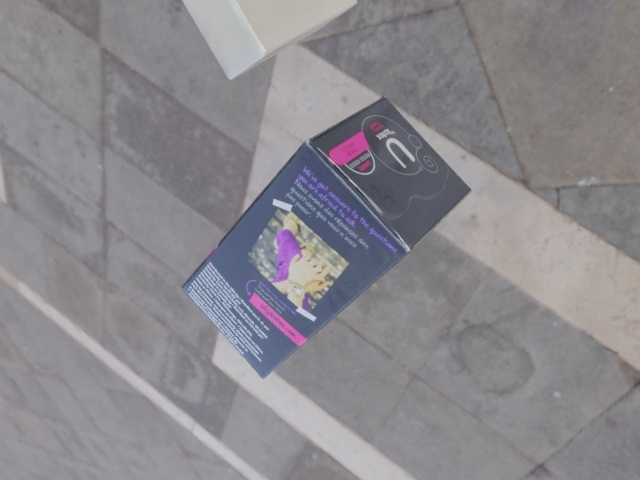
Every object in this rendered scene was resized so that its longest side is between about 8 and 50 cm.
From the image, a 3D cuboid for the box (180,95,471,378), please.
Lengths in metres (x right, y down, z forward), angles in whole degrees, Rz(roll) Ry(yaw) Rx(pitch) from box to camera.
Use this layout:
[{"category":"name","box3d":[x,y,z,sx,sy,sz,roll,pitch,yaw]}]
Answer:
[{"category":"box","box3d":[0.000,0.000,0.826,0.143,0.165,0.270,48,129,3]}]

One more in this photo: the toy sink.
[{"category":"toy sink","box3d":[-0.094,-0.342,0.940,0.234,0.152,0.131,59,156,-12]}]
